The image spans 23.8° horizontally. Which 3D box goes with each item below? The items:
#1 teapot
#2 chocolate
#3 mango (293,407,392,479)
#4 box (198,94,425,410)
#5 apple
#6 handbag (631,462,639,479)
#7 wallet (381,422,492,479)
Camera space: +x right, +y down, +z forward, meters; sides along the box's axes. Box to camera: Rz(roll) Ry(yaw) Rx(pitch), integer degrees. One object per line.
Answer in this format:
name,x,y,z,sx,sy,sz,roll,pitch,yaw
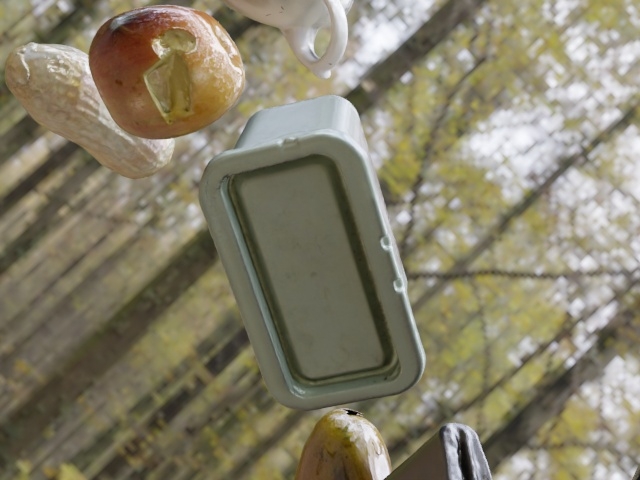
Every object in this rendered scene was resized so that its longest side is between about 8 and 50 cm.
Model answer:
teapot,-0.052,-0.339,2.075,0.208,0.166,0.300,12,31,-40
chocolate,-0.344,-0.198,2.312,0.309,0.134,0.134,35,-4,-36
mango,0.029,0.323,1.953,0.136,0.166,0.236,6,-56,3
box,0.000,0.000,1.628,0.182,0.175,0.312,-81,156,-61
apple,-0.190,-0.215,1.920,0.199,0.199,0.199,44,-13,13
handbag,0.300,0.218,1.110,0.155,0.169,0.215,16,-30,27
wallet,0.075,0.380,1.664,0.406,0.062,0.228,-49,-134,49
